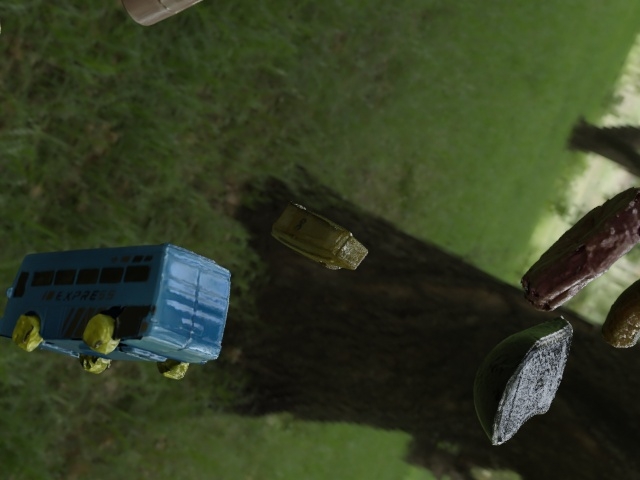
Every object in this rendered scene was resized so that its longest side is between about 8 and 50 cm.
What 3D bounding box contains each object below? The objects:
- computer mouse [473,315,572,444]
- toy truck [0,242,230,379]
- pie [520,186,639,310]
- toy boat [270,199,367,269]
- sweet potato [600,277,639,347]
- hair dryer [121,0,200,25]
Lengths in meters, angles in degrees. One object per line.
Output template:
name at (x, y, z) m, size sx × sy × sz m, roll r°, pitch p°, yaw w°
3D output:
computer mouse at (0.266, 0.179, 1.610) m, size 0.264 × 0.088 × 0.147 m, roll -9°, pitch 119°, yaw -57°
toy truck at (-0.301, 0.100, 1.704) m, size 0.161 × 0.385 × 0.162 m, roll 25°, pitch 69°, yaw -42°
pie at (0.233, 0.003, 1.019) m, size 0.153 × 0.038 × 0.153 m, roll -43°, pitch 177°, yaw -2°
toy boat at (0.000, 0.000, 1.800) m, size 0.068 × 0.226 × 0.088 m, roll -51°, pitch 124°, yaw -10°
sweet potato at (0.460, 0.006, 1.466) m, size 0.109 × 0.109 × 0.385 m, roll -53°, pitch 165°, yaw -42°
hair dryer at (-0.336, -0.475, 2.108) m, size 0.344 × 0.189 × 0.107 m, roll -4°, pitch 79°, yaw -58°
